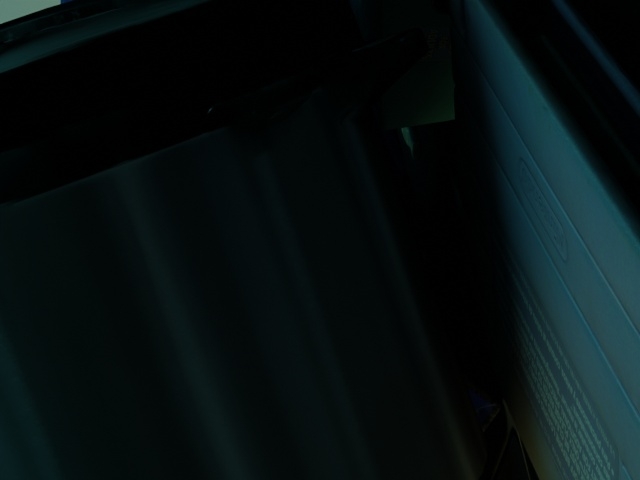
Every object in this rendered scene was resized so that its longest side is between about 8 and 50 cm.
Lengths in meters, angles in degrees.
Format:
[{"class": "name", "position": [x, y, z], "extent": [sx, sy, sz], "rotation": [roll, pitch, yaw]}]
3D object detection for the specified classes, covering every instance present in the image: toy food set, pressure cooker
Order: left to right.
[{"class": "pressure cooker", "position": [-0.121, 0.021, 0.868], "extent": [0.375, 0.370, 0.420], "rotation": [-3, 109, 62]}, {"class": "toy food set", "position": [0.062, -0.130, 1.315], "extent": [0.122, 0.019, 0.078], "rotation": [-107, 9, -56]}]

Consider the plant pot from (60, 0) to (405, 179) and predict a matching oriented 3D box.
[{"class": "plant pot", "position": [-0.076, -0.167, 1.197], "extent": [0.236, 0.212, 0.236], "rotation": [-98, -11, -49]}]

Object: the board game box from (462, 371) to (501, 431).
[{"class": "board game box", "position": [-0.013, 0.098, 1.237], "extent": [0.141, 0.232, 0.291], "rotation": [-54, 7, 0]}]

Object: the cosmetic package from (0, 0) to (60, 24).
[{"class": "cosmetic package", "position": [-0.302, -0.451, 2.221], "extent": [0.327, 0.329, 0.394], "rotation": [89, -157, -55]}]

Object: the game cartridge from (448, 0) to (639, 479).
[{"class": "game cartridge", "position": [0.127, 0.033, 0.692], "extent": [0.355, 0.068, 0.230], "rotation": [-107, 5, -58]}]

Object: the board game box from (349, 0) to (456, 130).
[{"class": "board game box", "position": [0.047, -0.272, 0.884], "extent": [0.336, 0.079, 0.254], "rotation": [87, 172, -52]}]

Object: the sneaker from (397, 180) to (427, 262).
[{"class": "sneaker", "position": [0.040, -0.034, 1.402], "extent": [0.236, 0.095, 0.105], "rotation": [-134, 52, -76]}]
